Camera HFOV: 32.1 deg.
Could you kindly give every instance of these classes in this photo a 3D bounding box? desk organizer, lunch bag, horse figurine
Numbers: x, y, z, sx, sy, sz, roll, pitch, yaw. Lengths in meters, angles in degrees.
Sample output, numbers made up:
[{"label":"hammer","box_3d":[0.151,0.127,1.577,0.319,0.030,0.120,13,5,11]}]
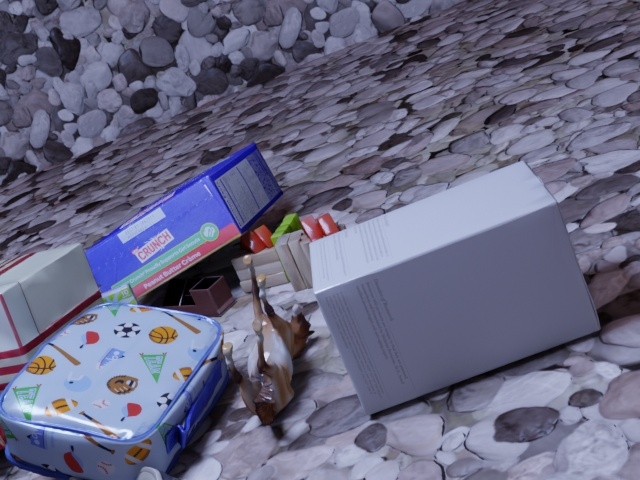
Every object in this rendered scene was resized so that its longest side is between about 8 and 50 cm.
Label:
[{"label":"desk organizer","box_3d":[-0.205,0.092,1.807,0.130,0.050,0.047,-6,26,40]},{"label":"lunch bag","box_3d":[-0.257,0.202,1.447,0.243,0.115,0.303,9,32,15]},{"label":"horse figurine","box_3d":[-0.066,0.143,1.415,0.066,0.174,0.263,-10,36,11]}]

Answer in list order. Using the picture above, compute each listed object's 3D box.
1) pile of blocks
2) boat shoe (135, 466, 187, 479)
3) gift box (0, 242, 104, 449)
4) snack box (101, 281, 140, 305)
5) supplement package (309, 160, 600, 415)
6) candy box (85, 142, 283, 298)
[{"label":"pile of blocks","box_3d":[0.000,0.000,1.731,0.362,0.112,0.149,0,30,46]},{"label":"boat shoe","box_3d":[-0.156,0.304,1.240,0.065,0.075,0.206,16,-5,-28]},{"label":"gift box","box_3d":[-0.473,0.176,1.622,0.276,0.255,0.258,-18,12,23]},{"label":"snack box","box_3d":[-0.348,0.140,1.764,0.141,0.100,0.037,-24,12,-3]},{"label":"supplement package","box_3d":[0.154,0.053,1.337,0.293,0.175,0.177,-21,19,6]},{"label":"candy box","box_3d":[-0.229,-0.031,1.918,0.268,0.122,0.317,-29,7,17]}]
